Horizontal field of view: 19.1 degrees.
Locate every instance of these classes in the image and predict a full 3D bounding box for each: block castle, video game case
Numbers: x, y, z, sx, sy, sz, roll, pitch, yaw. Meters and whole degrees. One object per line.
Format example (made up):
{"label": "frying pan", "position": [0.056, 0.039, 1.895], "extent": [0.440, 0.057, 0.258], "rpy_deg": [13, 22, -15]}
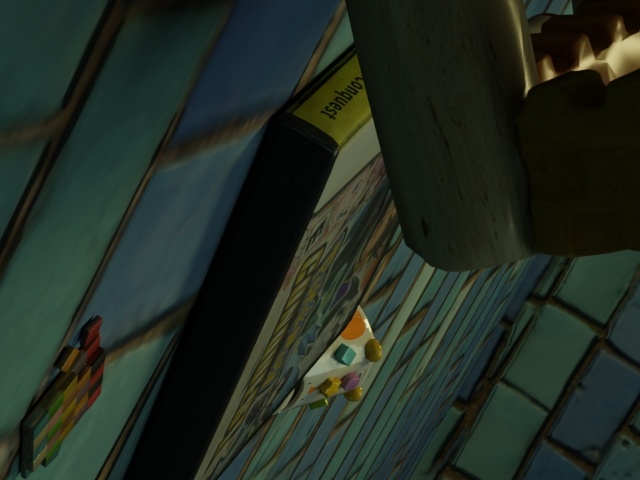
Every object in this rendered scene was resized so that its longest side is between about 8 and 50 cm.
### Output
{"label": "block castle", "position": [0.216, -0.160, 0.645], "extent": [0.453, 0.303, 0.213], "rpy_deg": [-31, 112, -51]}
{"label": "video game case", "position": [0.000, 0.000, 0.995], "extent": [0.248, 0.035, 0.275], "rpy_deg": [-47, 165, -53]}

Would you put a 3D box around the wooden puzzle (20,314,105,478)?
{"label": "wooden puzzle", "position": [-0.101, 0.066, 0.751], "extent": [0.049, 0.006, 0.083], "rpy_deg": [-54, 170, -30]}

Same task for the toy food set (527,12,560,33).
{"label": "toy food set", "position": [0.172, -0.141, 1.004], "extent": [0.104, 0.111, 0.232], "rpy_deg": [-40, 159, -54]}

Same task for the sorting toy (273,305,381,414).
{"label": "sorting toy", "position": [-0.004, 0.090, 1.276], "extent": [0.075, 0.045, 0.083], "rpy_deg": [-23, 147, -42]}
